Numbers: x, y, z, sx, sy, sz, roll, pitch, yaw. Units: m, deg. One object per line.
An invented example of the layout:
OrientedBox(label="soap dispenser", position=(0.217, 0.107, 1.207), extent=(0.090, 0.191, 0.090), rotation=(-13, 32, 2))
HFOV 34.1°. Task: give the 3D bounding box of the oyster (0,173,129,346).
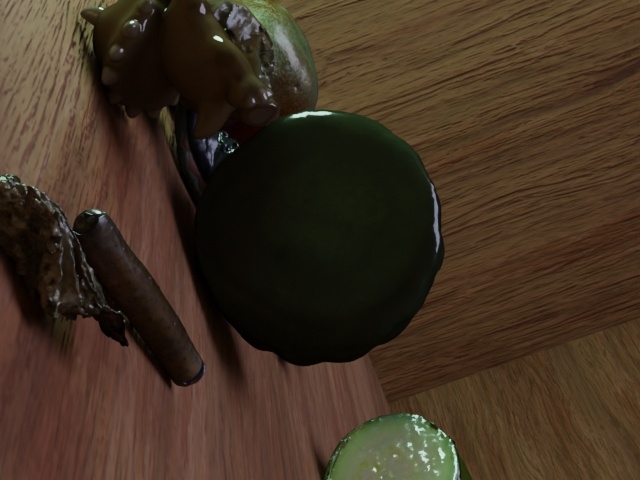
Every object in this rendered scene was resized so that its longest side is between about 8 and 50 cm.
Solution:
OrientedBox(label="oyster", position=(-0.207, 0.015, 0.818), extent=(0.105, 0.056, 0.177), rotation=(59, -5, 42))

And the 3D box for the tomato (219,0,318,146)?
OrientedBox(label="tomato", position=(-0.131, -0.316, 1.938), extent=(0.303, 0.239, 0.303), rotation=(-15, 90, -88))

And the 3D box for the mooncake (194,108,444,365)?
OrientedBox(label="mooncake", position=(0.000, 0.000, 1.498), extent=(0.194, 0.356, 0.356), rotation=(70, 1, -74))

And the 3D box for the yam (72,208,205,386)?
OrientedBox(label="yam", position=(-0.177, 0.060, 1.032), extent=(0.264, 0.046, 0.046), rotation=(67, 5, -46))

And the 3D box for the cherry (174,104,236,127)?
OrientedBox(label="cherry", position=(-0.179, -0.266, 1.718), extent=(0.140, 0.176, 0.176), rotation=(33, -29, 53))

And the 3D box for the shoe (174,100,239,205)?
OrientedBox(label="shoe", position=(-0.138, -0.105, 1.649), extent=(0.114, 0.137, 0.291), rotation=(-101, 167, -66))

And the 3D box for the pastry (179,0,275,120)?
OrientedBox(label="pastry", position=(-0.175, -0.287, 1.495), extent=(0.236, 0.121, 0.257), rotation=(27, -28, 31))

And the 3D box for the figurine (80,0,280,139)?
OrientedBox(label="figurine", position=(-0.188, -0.215, 1.295), extent=(0.247, 0.173, 0.177), rotation=(55, 0, 5))

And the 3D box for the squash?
OrientedBox(label="squash", position=(0.176, 0.513, 1.976), extent=(0.384, 0.263, 0.263), rotation=(65, 7, -50))
